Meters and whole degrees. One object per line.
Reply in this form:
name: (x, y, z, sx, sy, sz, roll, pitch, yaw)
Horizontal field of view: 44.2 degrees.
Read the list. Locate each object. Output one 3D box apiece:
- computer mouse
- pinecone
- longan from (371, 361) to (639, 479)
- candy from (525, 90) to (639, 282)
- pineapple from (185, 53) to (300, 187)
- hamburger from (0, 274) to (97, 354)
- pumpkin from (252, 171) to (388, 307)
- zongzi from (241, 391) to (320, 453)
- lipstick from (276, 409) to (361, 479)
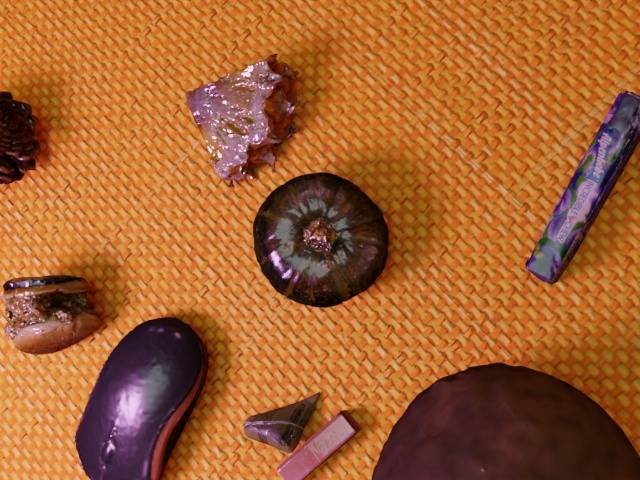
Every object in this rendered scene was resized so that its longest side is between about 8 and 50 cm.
computer mouse: (-0.312, 0.284, 1.348, 0.182, 0.116, 0.323, 25, 91, 21)
pinecone: (-0.627, -0.168, 1.448, 0.212, 0.185, 0.169, -21, 103, 30)
longan: (0.248, 0.362, 1.068, 0.390, 0.391, 0.391, -2, 84, 14)
candy: (0.410, -0.077, 1.210, 0.061, 0.088, 0.312, 30, 92, 20)
pineapple: (-0.137, -0.215, 1.358, 0.186, 0.114, 0.237, 32, 96, 15)
hamburger: (-0.471, 0.128, 1.376, 0.159, 0.185, 0.131, -9, 78, -2)
pumpkin: (0.000, 0.000, 1.277, 0.223, 0.157, 0.224, 0, 85, -4)
zongzi: (-0.067, 0.290, 1.324, 0.104, 0.052, 0.113, 13, 62, 30)
lipstick: (-0.003, 0.341, 1.295, 0.145, 0.045, 0.045, -42, 78, 7)
